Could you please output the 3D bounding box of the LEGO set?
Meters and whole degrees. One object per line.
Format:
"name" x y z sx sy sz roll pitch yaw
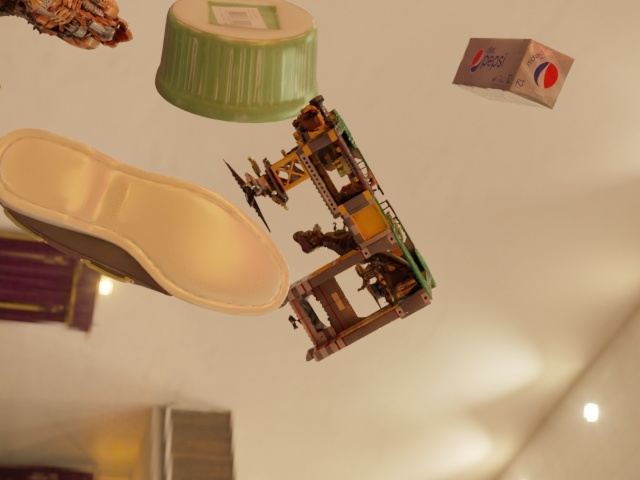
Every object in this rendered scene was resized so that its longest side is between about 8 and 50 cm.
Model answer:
"LEGO set" 0.000 0.000 1.394 0.331 0.192 0.255 59 9 -14

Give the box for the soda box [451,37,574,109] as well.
"soda box" 0.336 -0.301 1.934 0.098 0.091 0.286 -68 -164 4

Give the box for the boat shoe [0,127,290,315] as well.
"boat shoe" -0.174 -0.010 1.052 0.109 0.305 0.091 -67 -170 -19

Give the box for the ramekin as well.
"ramekin" -0.146 -0.342 1.972 0.303 0.303 0.148 -109 -157 -57

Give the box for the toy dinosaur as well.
"toy dinosaur" -0.390 -0.355 1.677 0.164 0.218 0.322 -50 160 -14
